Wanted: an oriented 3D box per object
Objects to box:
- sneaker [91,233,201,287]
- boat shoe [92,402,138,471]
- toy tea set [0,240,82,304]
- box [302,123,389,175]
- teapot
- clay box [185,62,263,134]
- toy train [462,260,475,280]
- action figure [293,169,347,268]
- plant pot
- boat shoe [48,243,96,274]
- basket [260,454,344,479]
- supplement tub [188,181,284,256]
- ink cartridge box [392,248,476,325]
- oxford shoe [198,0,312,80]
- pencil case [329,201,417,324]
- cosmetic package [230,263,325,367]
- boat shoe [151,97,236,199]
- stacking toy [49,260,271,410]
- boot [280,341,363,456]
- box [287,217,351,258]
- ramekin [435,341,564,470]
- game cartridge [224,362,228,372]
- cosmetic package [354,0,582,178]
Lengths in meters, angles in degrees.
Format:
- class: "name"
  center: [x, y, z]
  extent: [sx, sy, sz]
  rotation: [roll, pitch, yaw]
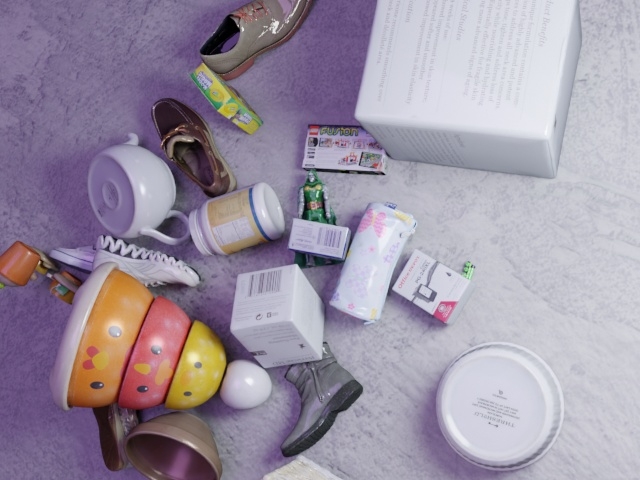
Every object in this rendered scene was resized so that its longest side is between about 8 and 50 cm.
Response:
- class: "sneaker"
  center: [-0.438, 0.078, 1.900]
  extent: [0.292, 0.110, 0.118]
  rotation: [16, 79, 13]
- class: "boat shoe"
  center: [-0.504, 0.426, 1.892]
  extent: [0.104, 0.089, 0.285]
  rotation: [-27, 68, 40]
- class: "toy tea set"
  center: [-0.694, 0.133, 1.947]
  extent: [0.336, 0.200, 0.124]
  rotation: [35, 83, 16]
- class: "box"
  center: [0.064, -0.221, 1.836]
  extent: [0.206, 0.036, 0.114]
  rotation: [6, 82, 20]
- class: "teapot"
  center: [-0.453, -0.129, 1.927]
  extent: [0.252, 0.187, 0.256]
  rotation: [14, 111, 39]
- class: "clay box"
  center: [-0.234, -0.350, 1.864]
  extent: [0.053, 0.222, 0.127]
  rotation: [-42, 70, 7]
- class: "toy train"
  center: [0.326, 0.087, 1.698]
  extent: [0.023, 0.017, 0.083]
  rotation: [18, 86, 11]
- class: "action figure"
  center: [-0.012, -0.055, 1.816]
  extent: [0.137, 0.063, 0.232]
  rotation: [-7, 81, 7]
- class: "plant pot"
  center: [-0.329, 0.480, 1.775]
  extent: [0.237, 0.237, 0.110]
  rotation: [3, 39, 19]
- class: "boat shoe"
  center: [-0.601, 0.048, 2.001]
  extent: [0.226, 0.083, 0.076]
  rotation: [18, 75, 9]
- class: "basket"
  center: [-0.029, 0.682, 1.577]
  extent: [0.328, 0.266, 0.331]
  rotation: [29, 92, 21]
- class: "supplement tub"
  center: [-0.202, -0.047, 1.837]
  extent: [0.199, 0.144, 0.145]
  rotation: [-18, 75, 16]
- class: "ink cartridge box"
  center: [0.251, 0.103, 1.684]
  extent: [0.150, 0.063, 0.109]
  rotation: [32, 94, 29]
- class: "oxford shoe"
  center: [-0.160, -0.551, 1.925]
  extent: [0.348, 0.130, 0.123]
  rotation: [-44, 70, 7]
- class: "pencil case"
  center: [0.120, 0.050, 1.726]
  extent: [0.124, 0.113, 0.273]
  rotation: [22, 87, 7]
- class: "cosmetic package"
  center: [-0.092, 0.173, 1.713]
  extent: [0.151, 0.184, 0.152]
  rotation: [-11, 50, 19]
- class: "boat shoe"
  center: [-0.341, -0.245, 1.933]
  extent: [0.123, 0.123, 0.342]
  rotation: [-36, 71, 9]
- class: "stacking toy"
  center: [-0.339, 0.270, 1.750]
  extent: [0.479, 0.350, 0.351]
  rotation: [16, 85, -5]
- class: "boot"
  center: [-0.031, 0.363, 1.746]
  extent: [0.246, 0.083, 0.161]
  rotation: [-46, 62, 0]
- class: "box"
  center: [0.000, 0.000, 1.708]
  extent: [0.126, 0.137, 0.072]
  rotation: [11, 87, 6]
- class: "ramekin"
  center: [0.366, 0.343, 1.577]
  extent: [0.272, 0.127, 0.273]
  rotation: [-4, 78, 18]
- class: "game cartridge"
  center: [-0.265, 0.319, 1.859]
  extent: [0.083, 0.017, 0.056]
  rotation: [-47, 66, 6]
- class: "cosmetic package"
  center: [0.324, -0.345, 1.615]
  extent: [0.393, 0.327, 0.330]
  rotation: [10, 84, 21]
